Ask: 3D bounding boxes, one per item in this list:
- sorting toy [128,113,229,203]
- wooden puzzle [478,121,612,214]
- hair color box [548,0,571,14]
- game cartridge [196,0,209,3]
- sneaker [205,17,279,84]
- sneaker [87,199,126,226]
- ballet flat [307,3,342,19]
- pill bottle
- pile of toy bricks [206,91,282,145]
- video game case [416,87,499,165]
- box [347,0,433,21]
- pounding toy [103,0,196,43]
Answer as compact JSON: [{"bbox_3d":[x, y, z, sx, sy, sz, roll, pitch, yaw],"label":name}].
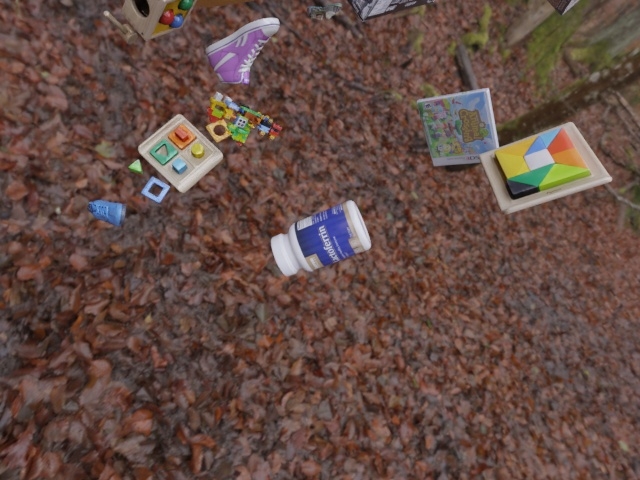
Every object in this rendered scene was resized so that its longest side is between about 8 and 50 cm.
[{"bbox_3d":[-0.427,-0.274,1.421,0.196,0.047,0.348,44,74,-1],"label":"sorting toy"},{"bbox_3d":[0.491,-0.173,1.046,0.239,0.220,0.044,-89,154,-47],"label":"wooden puzzle"},{"bbox_3d":[0.726,-0.746,1.136,0.105,0.347,0.174,50,17,5],"label":"hair color box"},{"bbox_3d":[-0.384,-0.832,1.554,0.285,0.323,0.053,-26,120,-47],"label":"game cartridge"},{"bbox_3d":[-0.235,-0.612,1.536,0.102,0.282,0.161,-39,109,-61],"label":"sneaker"},{"bbox_3d":[-0.645,-0.085,1.391,0.082,0.209,0.069,12,89,-40],"label":"sneaker"},{"bbox_3d":[0.012,-0.693,1.410,0.041,0.114,0.041,6,90,-68],"label":"ballet flat"},{"bbox_3d":[0.000,0.000,1.340,0.153,0.264,0.153,-22,90,-80],"label":"pill bottle"},{"bbox_3d":[-0.222,-0.325,1.330,0.212,0.105,0.118,14,25,-44],"label":"pile of toy bricks"},{"bbox_3d":[0.384,-0.305,1.285,0.023,0.193,0.212,-57,134,-38],"label":"video game case"},{"bbox_3d":[0.137,-0.656,1.083,0.307,0.076,0.242,-35,86,-37],"label":"box"},{"bbox_3d":[-0.388,-0.504,1.050,0.094,0.206,0.181,48,47,-9],"label":"pounding toy"}]
